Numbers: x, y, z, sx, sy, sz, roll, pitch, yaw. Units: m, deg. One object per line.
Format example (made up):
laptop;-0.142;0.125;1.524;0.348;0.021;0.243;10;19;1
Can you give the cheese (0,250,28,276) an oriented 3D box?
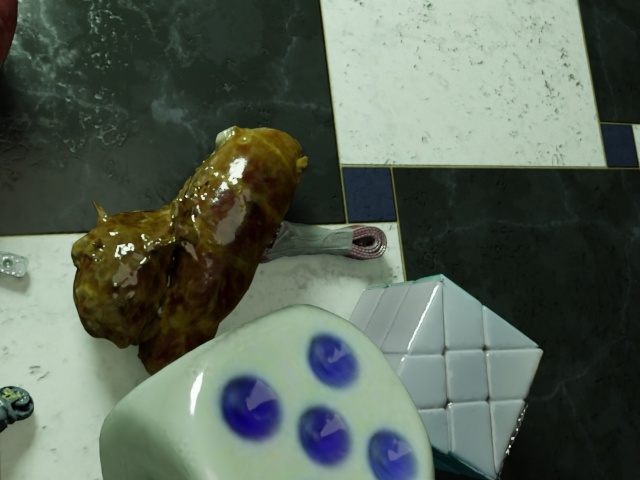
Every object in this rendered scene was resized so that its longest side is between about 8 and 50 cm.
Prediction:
cheese;-0.482;0.010;0.854;0.192;0.037;0.097;19;74;-21

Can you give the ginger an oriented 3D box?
ginger;-0.184;-0.016;0.926;0.254;0.176;0.418;38;74;-23

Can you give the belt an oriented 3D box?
belt;0.000;0.000;1.080;0.232;0.053;0.071;-1;88;-26

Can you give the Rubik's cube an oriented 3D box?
Rubik's cube;0.161;0.210;1.019;0.231;0.225;0.221;35;68;-16

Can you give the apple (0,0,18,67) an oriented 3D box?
apple;-0.538;-0.279;0.769;0.345;0.270;0.344;1;88;-41

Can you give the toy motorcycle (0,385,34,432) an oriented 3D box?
toy motorcycle;-0.447;0.190;0.796;0.193;0.124;0.061;32;105;-21

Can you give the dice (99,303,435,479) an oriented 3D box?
dice;-0.061;0.277;0.794;0.304;0.277;0.304;-21;72;-44
